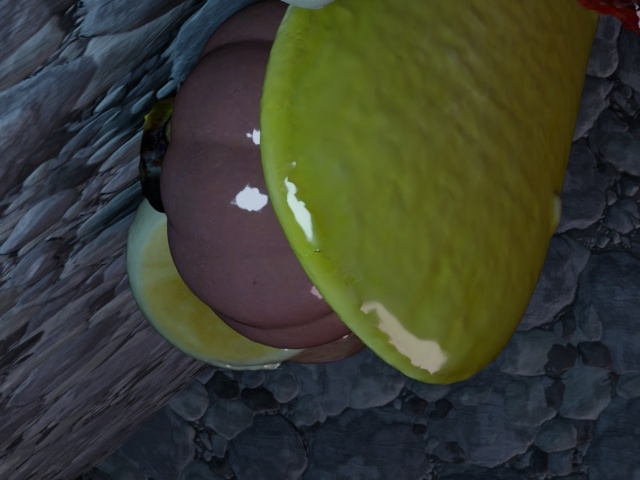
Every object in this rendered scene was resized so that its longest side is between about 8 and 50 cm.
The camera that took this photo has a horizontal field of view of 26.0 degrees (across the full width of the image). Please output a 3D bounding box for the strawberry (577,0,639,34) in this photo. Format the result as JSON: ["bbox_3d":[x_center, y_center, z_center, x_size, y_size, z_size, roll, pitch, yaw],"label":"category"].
[{"bbox_3d":[0.238,-0.287,1.060,0.265,0.149,0.336,-55,140,-15],"label":"strawberry"}]

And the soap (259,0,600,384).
[{"bbox_3d":[0.088,-0.100,1.031,0.115,0.306,0.427,-9,-138,36],"label":"soap"}]

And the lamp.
[{"bbox_3d":[-0.029,-0.063,1.185,0.305,0.239,0.305,10,90,-67],"label":"lamp"}]

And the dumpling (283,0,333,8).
[{"bbox_3d":[-0.001,-0.217,0.868,0.136,0.118,0.199,-46,-157,-3],"label":"dumpling"}]

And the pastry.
[{"bbox_3d":[-0.075,0.012,1.457,0.265,0.265,0.133,-42,-167,16],"label":"pastry"}]

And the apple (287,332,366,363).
[{"bbox_3d":[0.000,0.000,1.693,0.345,0.269,0.345,-40,173,-6],"label":"apple"}]
